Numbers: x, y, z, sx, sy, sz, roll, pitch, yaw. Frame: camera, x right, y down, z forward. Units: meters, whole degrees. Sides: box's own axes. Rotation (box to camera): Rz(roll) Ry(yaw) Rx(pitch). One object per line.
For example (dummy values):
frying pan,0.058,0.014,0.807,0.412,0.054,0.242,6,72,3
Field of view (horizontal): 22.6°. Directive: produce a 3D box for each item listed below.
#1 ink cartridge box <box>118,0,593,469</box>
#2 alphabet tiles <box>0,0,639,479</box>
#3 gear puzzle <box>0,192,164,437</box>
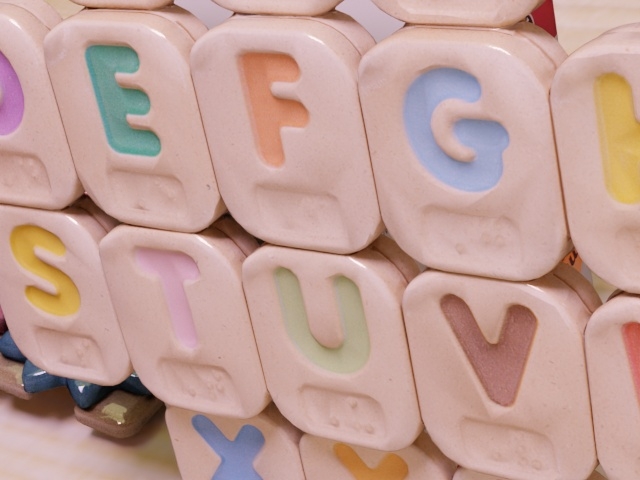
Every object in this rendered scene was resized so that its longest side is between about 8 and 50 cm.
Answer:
ink cartridge box,0.010,-0.010,0.577,0.127,0.176,0.128,13,43,35
alphabet tiles,0.000,0.000,0.468,0.284,0.278,0.021,8,33,33
gear puzzle,-0.055,-0.049,0.757,0.175,0.044,0.339,18,44,25
